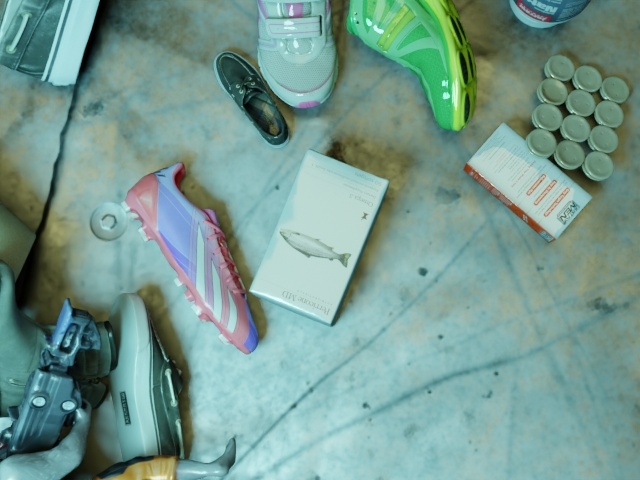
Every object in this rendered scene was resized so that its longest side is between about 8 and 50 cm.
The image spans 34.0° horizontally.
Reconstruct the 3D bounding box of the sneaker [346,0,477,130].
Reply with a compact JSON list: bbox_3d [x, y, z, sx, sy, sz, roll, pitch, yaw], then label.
[{"bbox_3d":[0.102,-0.262,1.275,0.123,0.109,0.296,-26,84,21],"label":"sneaker"}]

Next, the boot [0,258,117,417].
[{"bbox_3d":[-0.306,0.104,1.160,0.161,0.247,0.083,-7,46,-25],"label":"boot"}]

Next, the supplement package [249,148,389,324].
[{"bbox_3d":[0.000,0.000,1.229,0.105,0.105,0.179,21,84,3],"label":"supplement package"}]

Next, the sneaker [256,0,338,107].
[{"bbox_3d":[-0.037,-0.286,1.262,0.102,0.111,0.252,-10,83,0],"label":"sneaker"}]

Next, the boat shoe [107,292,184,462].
[{"bbox_3d":[-0.203,0.169,1.232,0.070,0.077,0.220,-4,88,-40],"label":"boat shoe"}]

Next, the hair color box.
[{"bbox_3d":[0.249,-0.070,1.265,0.141,0.043,0.072,42,85,6],"label":"hair color box"}]

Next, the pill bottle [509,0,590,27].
[{"bbox_3d":[0.276,-0.315,1.226,0.107,0.180,0.108,0,83,1],"label":"pill bottle"}]

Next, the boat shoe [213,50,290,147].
[{"bbox_3d":[-0.083,-0.178,1.285,0.049,0.040,0.142,-36,84,-3],"label":"boat shoe"}]

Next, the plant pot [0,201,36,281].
[{"bbox_3d":[-0.477,-0.003,1.185,0.274,0.256,0.257,25,84,-13],"label":"plant pot"}]

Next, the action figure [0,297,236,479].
[{"bbox_3d":[-0.254,0.250,1.093,0.330,0.178,0.342,11,109,-14],"label":"action figure"}]

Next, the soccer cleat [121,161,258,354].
[{"bbox_3d":[-0.138,0.021,1.245,0.095,0.083,0.248,-36,81,-8],"label":"soccer cleat"}]

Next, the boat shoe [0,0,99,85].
[{"bbox_3d":[-0.306,-0.329,1.189,0.119,0.121,0.335,6,121,-24],"label":"boat shoe"}]

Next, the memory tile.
[{"bbox_3d":[0.312,-0.150,1.268,0.113,0.012,0.148,20,68,-3],"label":"memory tile"}]
